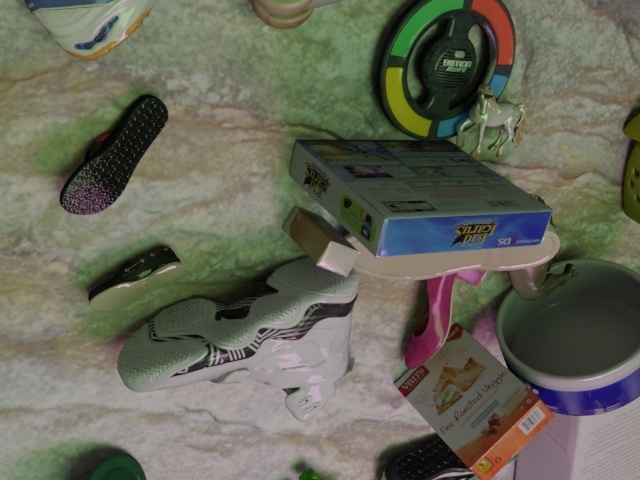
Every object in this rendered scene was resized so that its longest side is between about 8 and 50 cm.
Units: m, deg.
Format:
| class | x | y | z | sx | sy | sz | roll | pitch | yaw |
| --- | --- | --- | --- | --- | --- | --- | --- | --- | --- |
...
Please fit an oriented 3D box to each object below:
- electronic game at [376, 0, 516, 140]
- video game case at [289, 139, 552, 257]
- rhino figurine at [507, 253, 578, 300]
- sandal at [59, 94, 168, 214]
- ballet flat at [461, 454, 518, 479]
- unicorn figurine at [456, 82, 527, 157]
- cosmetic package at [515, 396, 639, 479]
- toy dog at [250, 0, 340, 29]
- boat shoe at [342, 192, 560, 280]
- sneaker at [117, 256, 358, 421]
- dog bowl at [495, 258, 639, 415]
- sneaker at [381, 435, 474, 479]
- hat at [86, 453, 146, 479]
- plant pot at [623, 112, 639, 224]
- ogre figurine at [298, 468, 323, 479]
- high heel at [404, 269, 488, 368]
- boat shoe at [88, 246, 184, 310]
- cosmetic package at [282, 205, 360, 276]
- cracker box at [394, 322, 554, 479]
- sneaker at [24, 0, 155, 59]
| class | x | y | z | sx | sy | sz | roll | pitch | yaw |
| --- | --- | --- | --- | --- | --- | --- | --- | --- | --- |
| electronic game | 0.180 | -0.248 | 1.358 | 0.229 | 0.048 | 0.229 | -15 | 123 | -23 |
| video game case | 0.131 | -0.064 | 1.309 | 0.270 | 0.244 | 0.061 | -3 | 120 | -29 |
| rhino figurine | 0.328 | 0.002 | 1.578 | 0.106 | 0.073 | 0.243 | -42 | 120 | -10 |
| sandal | -0.257 | -0.105 | 1.192 | 0.179 | 0.040 | 0.067 | -54 | 137 | -12 |
| ballet flat | 0.285 | 0.429 | 1.824 | 0.188 | 0.070 | 0.070 | -34 | 129 | -12 |
| unicorn figurine | 0.245 | -0.176 | 1.395 | 0.162 | 0.060 | 0.111 | -16 | 132 | -50 |
| cosmetic package | 0.517 | 0.343 | 1.838 | 0.230 | 0.161 | 0.453 | -17 | 124 | -23 |
| toy dog | 0.037 | -0.372 | 1.130 | 0.334 | 0.220 | 0.161 | -25 | 96 | -26 |
| boat shoe | 0.187 | -0.014 | 1.441 | 0.324 | 0.096 | 0.116 | -4 | 139 | 0 |
| sneaker | -0.099 | 0.176 | 1.381 | 0.366 | 0.137 | 0.210 | -22 | 124 | -23 |
| dog bowl | 0.433 | 0.158 | 1.611 | 0.265 | 0.265 | 0.104 | -33 | 130 | -10 |
| sneaker | 0.201 | 0.415 | 1.763 | 0.235 | 0.084 | 0.097 | -7 | 144 | -27 |
| hat | -0.384 | 0.407 | 1.425 | 0.173 | 0.184 | 0.208 | 66 | 36 | -42 |
| plant pot | 0.652 | -0.134 | 1.604 | 0.228 | 0.227 | 0.207 | -28 | 122 | -14 |
| ogre figurine | -0.014 | 0.483 | 1.651 | 0.118 | 0.097 | 0.197 | 17 | 93 | -18 |
| high heel | 0.168 | 0.098 | 1.557 | 0.117 | 0.082 | 0.244 | 26 | 120 | -7 |
| boat shoe | -0.249 | 0.052 | 1.283 | 0.133 | 0.042 | 0.049 | -27 | 148 | -15 |
| cosmetic package | 0.000 | 0.000 | 1.352 | 0.060 | 0.115 | 0.041 | 22 | 104 | -38 |
| cracker box | 0.246 | 0.261 | 1.579 | 0.156 | 0.232 | 0.067 | -45 | 129 | -1 |
| sneaker | -0.195 | -0.332 | 1.041 | 0.296 | 0.112 | 0.131 | -44 | 130 | -2 |
